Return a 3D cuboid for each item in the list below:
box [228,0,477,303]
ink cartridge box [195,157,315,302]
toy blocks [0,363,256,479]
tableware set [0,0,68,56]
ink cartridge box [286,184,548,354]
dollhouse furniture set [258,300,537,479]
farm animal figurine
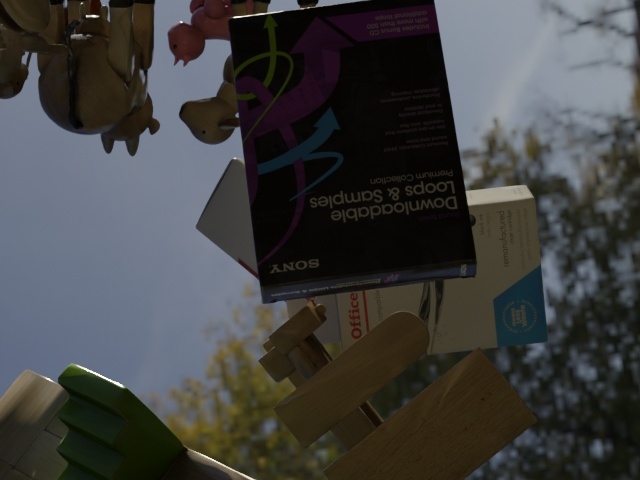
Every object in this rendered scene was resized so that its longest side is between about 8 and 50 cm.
[{"bbox_3d":[0.016,-0.051,0.904,0.029,0.116,0.162,83,179,-70],"label":"box"},{"bbox_3d":[0.000,0.000,1.452,0.175,0.127,0.072,9,-66,-56],"label":"ink cartridge box"},{"bbox_3d":[-0.111,0.222,0.760,0.261,0.381,0.191,-53,-51,-18],"label":"toy blocks"},{"bbox_3d":[-0.288,-0.212,1.402,0.194,0.039,0.128,-9,-100,-70],"label":"tableware set"},{"bbox_3d":[0.062,0.025,1.172,0.060,0.180,0.104,-87,-10,-78],"label":"ink cartridge box"},{"bbox_3d":[0.048,0.088,1.098,0.144,0.123,0.151,51,-173,2],"label":"dollhouse furniture set"},{"bbox_3d":[-0.179,-0.163,1.669,0.327,0.330,0.172,-19,-68,-64],"label":"farm animal figurine"}]
